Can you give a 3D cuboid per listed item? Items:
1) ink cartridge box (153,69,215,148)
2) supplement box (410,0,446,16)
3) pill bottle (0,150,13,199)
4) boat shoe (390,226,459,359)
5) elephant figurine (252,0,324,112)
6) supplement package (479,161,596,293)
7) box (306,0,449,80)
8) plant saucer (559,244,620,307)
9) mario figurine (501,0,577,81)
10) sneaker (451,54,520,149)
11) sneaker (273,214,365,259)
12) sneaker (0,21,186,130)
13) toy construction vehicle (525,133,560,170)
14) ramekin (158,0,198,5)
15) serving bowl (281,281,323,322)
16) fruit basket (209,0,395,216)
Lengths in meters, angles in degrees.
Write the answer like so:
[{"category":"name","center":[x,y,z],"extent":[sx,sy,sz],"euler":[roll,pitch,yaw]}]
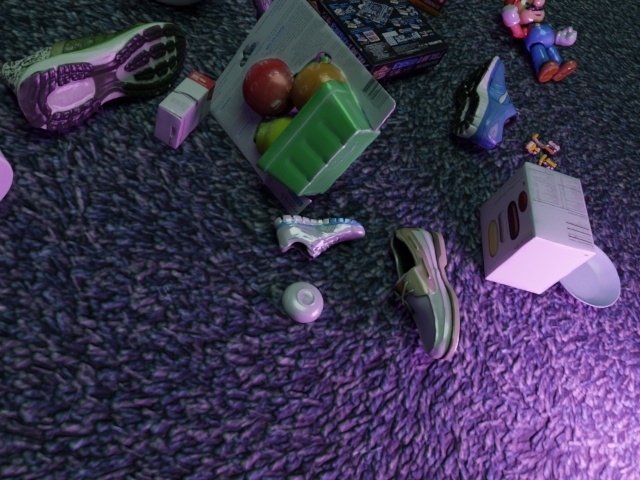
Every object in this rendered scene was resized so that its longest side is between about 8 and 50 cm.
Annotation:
[{"category":"ink cartridge box","center":[-0.281,-0.271,1.214],"extent":[0.056,0.099,0.135],"euler":[31,52,-2]},{"category":"supplement box","center":[0.366,-0.830,1.785],"extent":[0.129,0.191,0.194],"euler":[28,53,-3]},{"category":"pill bottle","center":[-0.672,-0.203,0.938],"extent":[0.210,0.210,0.363],"euler":[-33,77,-35]},{"category":"boat shoe","center":[0.200,0.101,1.180],"extent":[0.103,0.113,0.302],"euler":[11,45,-15]},{"category":"elephant figurine","center":[-0.072,-0.403,1.296],"extent":[0.186,0.239,0.169],"euler":[-5,60,-27]},{"category":"supplement package","center":[0.474,-0.025,1.315],"extent":[0.149,0.194,0.203],"euler":[15,54,-13]},{"category":"box","center":[0.151,-0.570,1.565],"extent":[0.295,0.073,0.293],"euler":[-25,70,-33]},{"category":"plant saucer","center":[0.627,0.079,1.412],"extent":[0.195,0.037,0.195],"euler":[11,55,-17]},{"category":"mario figurine","center":[0.681,-0.663,1.820],"extent":[0.198,0.170,0.320],"euler":[6,58,-61]},{"category":"sneaker","center":[0.453,-0.364,1.587],"extent":[0.147,0.130,0.330],"euler":[34,54,-18]},{"category":"sneaker","center":[0.000,0.000,1.187],"extent":[0.191,0.071,0.083],"euler":[0,65,-13]},{"category":"sneaker","center":[-0.456,-0.374,1.193],"extent":[0.182,0.158,0.410],"euler":[34,45,23]},{"category":"toy construction vehicle","center":[0.613,-0.242,1.618],"extent":[0.098,0.035,0.086],"euler":[38,64,7]},{"category":"ramekin","center":[-0.346,-0.665,1.346],"extent":[0.273,0.273,0.127],"euler":[15,67,-14]},{"category":"serving bowl","center":[-0.031,0.113,1.119],"extent":[0.083,0.027,0.083],"euler":[10,57,-16]},{"category":"fruit basket","center":[-0.055,-0.280,1.202],"extent":[0.165,0.327,0.353],"euler":[-4,53,-56]}]
